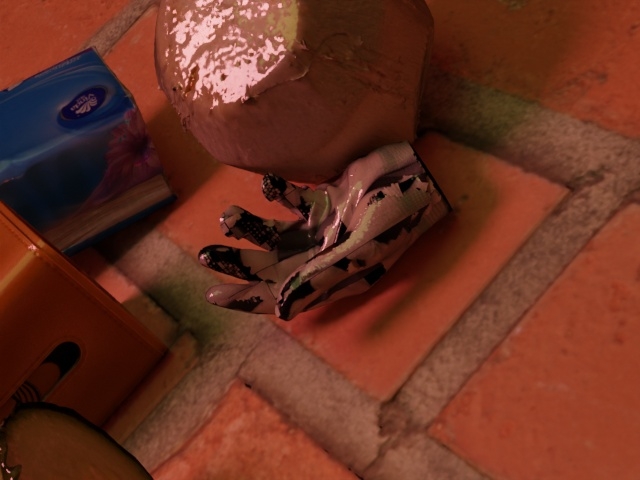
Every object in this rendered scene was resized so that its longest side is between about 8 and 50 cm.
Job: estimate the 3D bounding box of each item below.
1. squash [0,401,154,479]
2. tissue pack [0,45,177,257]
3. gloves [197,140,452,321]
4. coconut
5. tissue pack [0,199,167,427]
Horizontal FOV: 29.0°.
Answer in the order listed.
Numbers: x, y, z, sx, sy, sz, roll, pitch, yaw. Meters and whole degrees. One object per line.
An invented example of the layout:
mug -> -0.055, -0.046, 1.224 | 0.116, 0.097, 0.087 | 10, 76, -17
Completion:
squash -> -0.195, 0.230, 0.908 | 0.133, 0.220, 0.220 | -36, 37, 4
tissue pack -> -0.313, -0.072, 1.320 | 0.263, 0.146, 0.198 | -27, 36, -10
gloves -> 0.002, 0.001, 1.049 | 0.212, 0.111, 0.127 | -33, 62, 8
coconut -> -0.015, -0.168, 1.132 | 0.245, 0.247, 0.245 | -5, 80, 31
tissue pack -> -0.307, 0.130, 1.127 | 0.274, 0.194, 0.145 | -50, 37, -8
